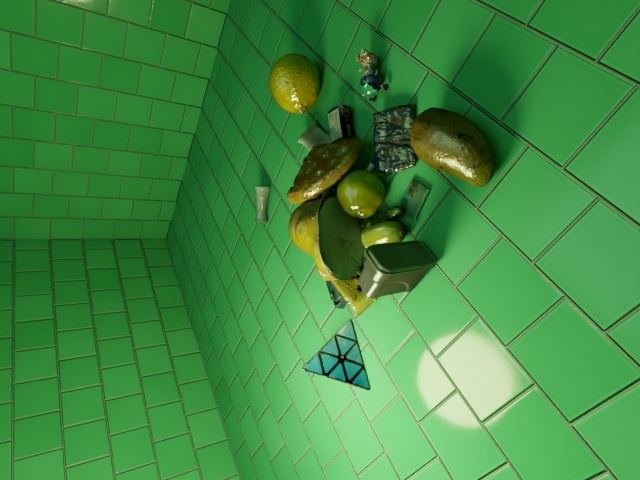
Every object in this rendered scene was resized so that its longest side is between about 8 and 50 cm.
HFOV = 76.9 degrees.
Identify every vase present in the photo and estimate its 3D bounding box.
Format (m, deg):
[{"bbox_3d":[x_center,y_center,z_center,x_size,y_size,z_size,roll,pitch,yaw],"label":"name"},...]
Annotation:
[{"bbox_3d":[-0.351,-0.217,2.418,0.096,0.096,0.218,17,107,52],"label":"vase"}]

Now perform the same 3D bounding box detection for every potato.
[{"bbox_3d":[0.000,0.000,1.753,0.296,0.290,0.396,-18,73,44],"label":"potato"}]

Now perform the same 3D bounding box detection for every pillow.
[{"bbox_3d":[0.287,-0.395,1.578,0.189,0.034,0.255,-2,91,40],"label":"pillow"},{"bbox_3d":[-0.010,-0.490,1.966,0.144,0.078,0.254,-56,46,15],"label":"pillow"}]

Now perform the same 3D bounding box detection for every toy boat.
[{"bbox_3d":[0.077,0.205,1.857,0.246,0.103,0.092,-113,32,-45],"label":"toy boat"}]

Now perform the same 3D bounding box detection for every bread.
[{"bbox_3d":[0.110,0.152,1.760,0.138,0.077,0.361,-38,49,-3],"label":"bread"}]

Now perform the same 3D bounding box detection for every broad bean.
[{"bbox_3d":[0.246,-0.090,1.637,0.256,0.053,0.052,-22,61,54],"label":"broad bean"}]

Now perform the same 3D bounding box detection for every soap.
[{"bbox_3d":[0.011,-0.222,1.925,0.252,0.037,0.092,129,132,-57],"label":"soap"}]

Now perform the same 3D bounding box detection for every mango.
[{"bbox_3d":[0.427,-0.309,1.314,0.329,0.176,0.176,50,173,41],"label":"mango"}]

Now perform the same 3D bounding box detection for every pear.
[{"bbox_3d":[0.164,-0.193,1.646,0.198,0.198,0.197,1,91,53],"label":"pear"}]

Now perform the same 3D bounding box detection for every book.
[{"bbox_3d":[0.352,-0.156,1.532,0.103,0.017,0.134,46,126,42],"label":"book"}]

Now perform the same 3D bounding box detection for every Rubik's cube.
[{"bbox_3d":[0.074,0.539,1.806,0.233,0.229,0.228,-83,-30,-59],"label":"Rubik's cube"}]

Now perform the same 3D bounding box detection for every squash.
[{"bbox_3d":[0.255,-0.020,1.578,0.187,0.123,0.122,-24,71,52],"label":"squash"}]

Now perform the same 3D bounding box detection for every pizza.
[{"bbox_3d":[0.014,-0.311,1.751,0.409,0.114,0.277,-40,36,6],"label":"pizza"}]

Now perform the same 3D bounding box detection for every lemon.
[{"bbox_3d":[-0.126,-0.765,1.978,0.254,0.254,0.309,-29,67,50],"label":"lemon"}]

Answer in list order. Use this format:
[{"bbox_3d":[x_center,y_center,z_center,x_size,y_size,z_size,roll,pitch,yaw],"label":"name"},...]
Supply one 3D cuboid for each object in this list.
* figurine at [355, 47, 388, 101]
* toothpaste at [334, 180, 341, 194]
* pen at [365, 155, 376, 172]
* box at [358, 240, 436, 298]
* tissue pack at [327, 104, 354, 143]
[{"bbox_3d":[0.209,-0.682,1.654,0.111,0.103,0.194,164,106,-65],"label":"figurine"},{"bbox_3d":[0.070,-0.270,1.888,0.058,0.056,0.314,-28,57,6],"label":"toothpaste"},{"bbox_3d":[0.192,-0.273,1.732,0.033,0.033,0.268,59,134,34],"label":"pen"},{"bbox_3d":[0.264,0.110,1.450,0.138,0.275,0.178,59,140,36],"label":"box"},{"bbox_3d":[0.094,-0.513,1.815,0.103,0.091,0.170,-14,81,53],"label":"tissue pack"}]
